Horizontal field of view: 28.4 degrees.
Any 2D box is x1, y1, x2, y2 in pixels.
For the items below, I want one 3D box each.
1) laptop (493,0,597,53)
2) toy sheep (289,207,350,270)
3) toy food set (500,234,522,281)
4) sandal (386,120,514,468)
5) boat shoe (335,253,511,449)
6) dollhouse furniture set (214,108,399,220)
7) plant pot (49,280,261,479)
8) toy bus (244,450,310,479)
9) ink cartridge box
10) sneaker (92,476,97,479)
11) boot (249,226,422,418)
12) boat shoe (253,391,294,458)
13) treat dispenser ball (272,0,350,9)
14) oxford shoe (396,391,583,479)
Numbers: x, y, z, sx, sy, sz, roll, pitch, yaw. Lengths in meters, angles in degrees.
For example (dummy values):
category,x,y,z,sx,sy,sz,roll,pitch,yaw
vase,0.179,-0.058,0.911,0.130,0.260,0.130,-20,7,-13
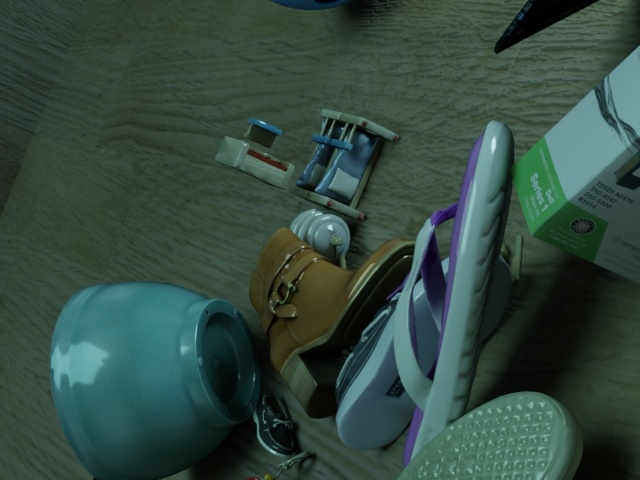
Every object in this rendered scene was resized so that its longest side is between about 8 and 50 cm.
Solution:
category,x,y,z,sx,sy,sz,roll,pitch,yaw
laptop,0.334,-0.246,1.199,0.136,0.234,0.264,55,151,11
toy sheep,0.000,0.000,1.692,0.132,0.091,0.091,6,76,60
toy food set,0.177,0.033,1.423,0.122,0.019,0.078,-27,47,51
sandal,0.110,0.083,1.249,0.169,0.102,0.416,-49,-30,-71
boat shoe,0.104,0.104,1.419,0.301,0.108,0.102,-60,27,32
dollhouse furniture set,-0.018,-0.124,1.704,0.129,0.183,0.129,22,90,62
plant pot,-0.206,0.184,1.750,0.196,0.293,0.293,-15,53,25
toy bus,-0.109,0.365,1.574,0.202,0.191,0.104,-35,76,38
ink cartridge box,0.306,-0.077,1.129,0.219,0.160,0.092,-46,36,35
sneaker,-0.348,0.487,1.881,0.125,0.139,0.341,-41,36,43
boot,0.011,0.054,1.579,0.220,0.109,0.283,59,136,40
boat shoe,-0.057,0.242,1.656,0.038,0.046,0.125,-63,19,14
treat dispenser ball,-0.012,-0.484,1.849,0.288,0.288,0.288,-40,38,41
oxford shoe,0.114,0.329,1.199,0.449,0.130,0.169,-58,26,17
